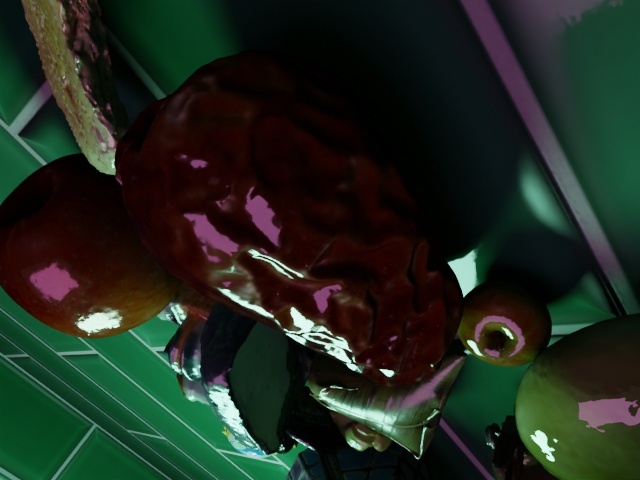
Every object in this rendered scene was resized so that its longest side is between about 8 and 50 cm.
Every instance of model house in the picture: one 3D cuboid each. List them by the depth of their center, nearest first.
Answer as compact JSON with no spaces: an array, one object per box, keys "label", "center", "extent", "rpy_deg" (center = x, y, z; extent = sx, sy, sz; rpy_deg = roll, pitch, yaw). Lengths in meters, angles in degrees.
[{"label":"model house","center":[-0.170,0.148,0.753],"extent":[0.291,0.184,0.253],"rpy_deg":[17,146,27]}]

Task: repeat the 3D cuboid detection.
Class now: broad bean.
[{"label":"broad bean","center":[0.315,0.172,0.454],"extent":[0.291,0.119,0.238],"rpy_deg":[39,129,-20]}]

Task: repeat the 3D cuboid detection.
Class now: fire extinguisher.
[{"label":"fire extinguisher","center":[0.295,0.331,0.643],"extent":[0.107,0.147,0.337],"rpy_deg":[-21,120,33]}]

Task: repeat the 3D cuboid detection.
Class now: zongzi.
[{"label":"zongzi","center":[0.072,0.174,0.669],"extent":[0.205,0.094,0.204],"rpy_deg":[21,138,15]}]

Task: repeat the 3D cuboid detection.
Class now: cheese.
[{"label":"cheese","center":[-0.126,0.445,1.150],"extent":[0.250,0.064,0.156],"rpy_deg":[-19,122,33]}]

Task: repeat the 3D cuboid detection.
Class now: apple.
[{"label":"apple","center":[0.179,0.079,0.496],"extent":[0.090,0.074,0.089],"rpy_deg":[19,139,17]},{"label":"apple","center":[-0.282,0.006,0.629],"extent":[0.218,0.218,0.201],"rpy_deg":[7,144,30]}]

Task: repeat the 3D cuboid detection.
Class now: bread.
[{"label":"bread","center":[-0.225,-0.177,0.448],"extent":[0.182,0.039,0.250],"rpy_deg":[21,127,50]}]

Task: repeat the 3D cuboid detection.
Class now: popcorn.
[{"label":"popcorn","center":[0.070,0.275,0.798],"extent":[0.109,0.089,0.097],"rpy_deg":[18,-178,39]}]

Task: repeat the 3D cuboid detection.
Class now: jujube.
[{"label":"jujube","center":[0.000,0.000,0.438],"extent":[0.216,0.216,0.342],"rpy_deg":[-12,132,43]}]

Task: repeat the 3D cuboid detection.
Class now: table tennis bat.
[{"label":"table tennis bat","center":[-0.001,0.306,0.797],"extent":[0.150,0.236,0.027],"rpy_deg":[19,104,-18]}]

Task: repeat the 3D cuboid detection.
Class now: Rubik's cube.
[{"label":"Rubik's cube","center":[0.073,0.492,0.888],"extent":[0.319,0.319,0.263],"rpy_deg":[1,106,35]}]

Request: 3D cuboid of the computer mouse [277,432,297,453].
[{"label":"computer mouse","center":[-0.108,0.325,0.972],"extent":[0.137,0.096,0.233],"rpy_deg":[20,146,24]}]
